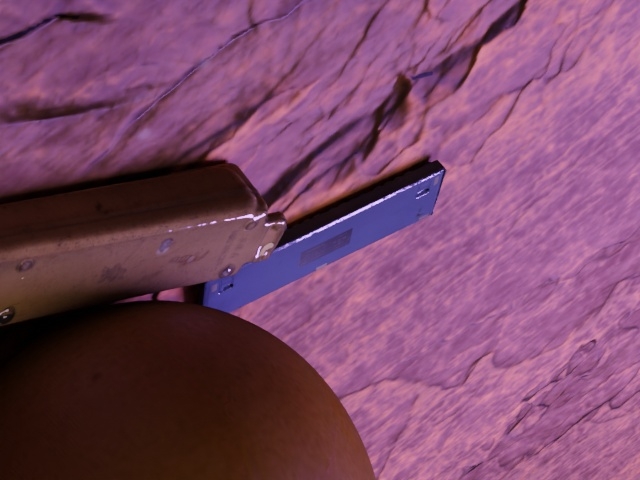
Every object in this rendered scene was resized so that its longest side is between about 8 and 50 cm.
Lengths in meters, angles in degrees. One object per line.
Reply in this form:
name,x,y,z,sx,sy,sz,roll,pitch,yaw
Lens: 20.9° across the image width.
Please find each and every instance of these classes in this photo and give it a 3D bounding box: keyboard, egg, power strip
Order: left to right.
power strip,-0.140,0.008,0.905,0.305,0.044,0.064,-11,143,-37
egg,-0.086,0.183,0.993,0.250,0.250,0.322,-25,132,-21
keyboard,0.000,0.001,1.085,0.176,0.014,0.055,-25,151,-21
